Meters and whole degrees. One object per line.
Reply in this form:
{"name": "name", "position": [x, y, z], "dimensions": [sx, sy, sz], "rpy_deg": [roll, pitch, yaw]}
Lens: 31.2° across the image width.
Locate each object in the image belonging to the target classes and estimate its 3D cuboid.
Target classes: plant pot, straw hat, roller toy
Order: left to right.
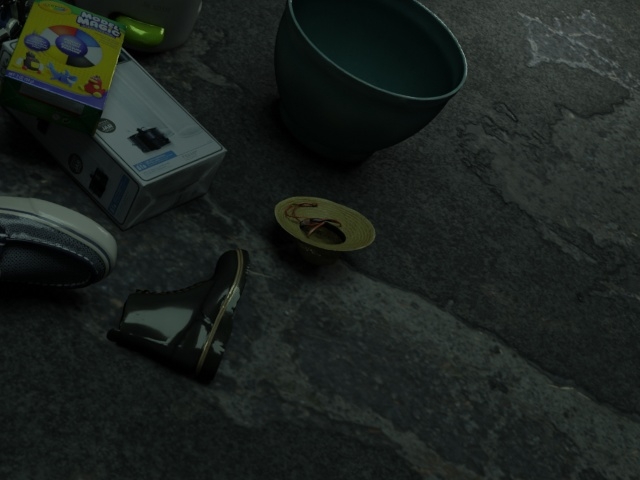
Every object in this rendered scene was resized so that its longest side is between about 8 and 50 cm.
{"name": "roller toy", "position": [-0.271, -0.399, 1.753], "dimensions": [0.209, 0.146, 0.191], "rpy_deg": [43, 41, 15]}
{"name": "straw hat", "position": [0.000, 0.000, 1.576], "dimensions": [0.145, 0.061, 0.144], "rpy_deg": [11, 29, -6]}
{"name": "plant pot", "position": [0.051, -0.246, 1.756], "dimensions": [0.293, 0.196, 0.293], "rpy_deg": [17, 42, -16]}

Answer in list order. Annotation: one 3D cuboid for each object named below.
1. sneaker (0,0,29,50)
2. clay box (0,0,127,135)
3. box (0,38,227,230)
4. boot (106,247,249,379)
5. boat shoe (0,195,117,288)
{"name": "sneaker", "position": [-0.524, -0.251, 1.483], "dimensions": [0.147, 0.129, 0.330], "rpy_deg": [18, 41, 16]}
{"name": "clay box", "position": [-0.330, -0.240, 1.486], "dimensions": [0.128, 0.053, 0.222], "rpy_deg": [19, 42, -15]}
{"name": "box", "position": [-0.288, -0.163, 1.543], "dimensions": [0.290, 0.087, 0.169], "rpy_deg": [45, 42, 16]}
{"name": "boot", "position": [-0.168, 0.066, 1.398], "dimensions": [0.137, 0.076, 0.197], "rpy_deg": [19, 40, -6]}
{"name": "boat shoe", "position": [-0.402, 0.032, 1.257], "dimensions": [0.341, 0.127, 0.158], "rpy_deg": [11, 48, -10]}
